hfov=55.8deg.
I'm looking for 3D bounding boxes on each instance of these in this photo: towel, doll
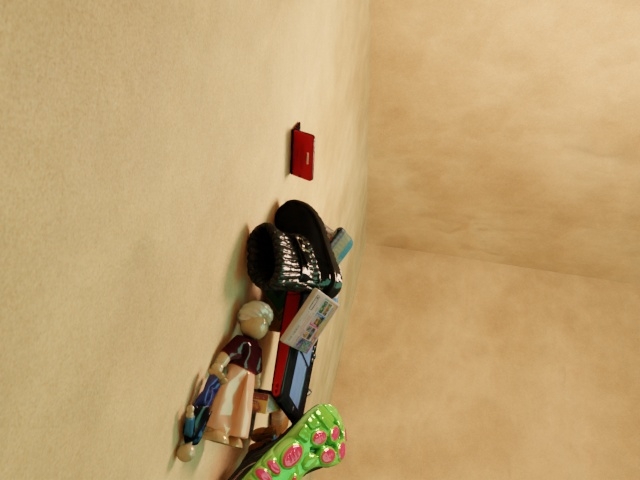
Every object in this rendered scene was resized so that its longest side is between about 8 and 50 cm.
[{"bbox_3d":[0.023,0.079,2.329,0.271,0.040,0.370,-53,168,-1],"label":"towel"},{"bbox_3d":[-0.253,0.365,1.260,0.129,0.046,0.189,85,22,-60],"label":"doll"}]

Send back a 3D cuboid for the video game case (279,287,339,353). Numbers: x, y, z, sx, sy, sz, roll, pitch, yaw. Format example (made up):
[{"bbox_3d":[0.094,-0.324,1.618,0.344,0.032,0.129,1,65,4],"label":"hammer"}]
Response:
[{"bbox_3d":[-0.025,0.209,1.550,0.157,0.019,0.143,-56,148,-5],"label":"video game case"}]

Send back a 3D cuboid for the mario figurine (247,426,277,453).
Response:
[{"bbox_3d":[-0.158,0.740,1.825,0.198,0.170,0.321,-30,108,-49],"label":"mario figurine"}]

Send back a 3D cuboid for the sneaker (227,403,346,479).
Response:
[{"bbox_3d":[-0.100,0.593,1.673,0.482,0.202,0.185,-18,90,-50],"label":"sneaker"}]

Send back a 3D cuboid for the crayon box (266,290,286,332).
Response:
[{"bbox_3d":[-0.098,0.142,1.860,0.202,0.081,0.319,-69,164,-49],"label":"crayon box"}]

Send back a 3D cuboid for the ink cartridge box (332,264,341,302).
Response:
[{"bbox_3d":[0.031,0.177,2.575,0.061,0.104,0.181,-47,145,-74],"label":"ink cartridge box"}]

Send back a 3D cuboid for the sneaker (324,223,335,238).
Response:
[{"bbox_3d":[0.000,0.000,2.361,0.115,0.105,0.281,-51,170,-2],"label":"sneaker"}]

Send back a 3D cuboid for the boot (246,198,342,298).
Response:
[{"bbox_3d":[-0.096,-0.001,1.590,0.260,0.348,0.131,17,124,-45],"label":"boot"}]

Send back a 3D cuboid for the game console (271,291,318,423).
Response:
[{"bbox_3d":[-0.062,0.326,1.735,0.387,0.060,0.342,76,18,-61],"label":"game console"}]

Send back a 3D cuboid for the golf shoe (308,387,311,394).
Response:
[{"bbox_3d":[-0.092,0.606,2.380,0.198,0.077,0.094,61,49,-64],"label":"golf shoe"}]

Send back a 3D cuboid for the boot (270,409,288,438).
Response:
[{"bbox_3d":[-0.127,0.607,2.154,0.197,0.072,0.153,-46,144,-54],"label":"boot"}]

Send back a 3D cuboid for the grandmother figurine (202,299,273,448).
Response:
[{"bbox_3d":[-0.185,0.308,1.439,0.208,0.104,0.343,64,36,-64],"label":"grandmother figurine"}]

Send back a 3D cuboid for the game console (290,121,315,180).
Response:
[{"bbox_3d":[-0.045,-0.268,1.810,0.085,0.124,0.144,-29,132,-44],"label":"game console"}]

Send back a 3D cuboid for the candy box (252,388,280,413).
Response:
[{"bbox_3d":[-0.172,0.421,1.599,0.187,0.109,0.053,60,38,-74],"label":"candy box"}]

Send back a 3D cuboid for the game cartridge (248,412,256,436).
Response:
[{"bbox_3d":[-0.205,0.533,1.782,0.056,0.017,0.083,58,41,-81],"label":"game cartridge"}]
